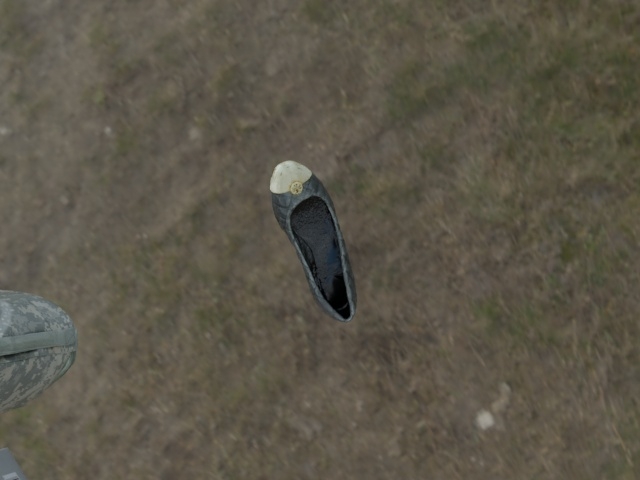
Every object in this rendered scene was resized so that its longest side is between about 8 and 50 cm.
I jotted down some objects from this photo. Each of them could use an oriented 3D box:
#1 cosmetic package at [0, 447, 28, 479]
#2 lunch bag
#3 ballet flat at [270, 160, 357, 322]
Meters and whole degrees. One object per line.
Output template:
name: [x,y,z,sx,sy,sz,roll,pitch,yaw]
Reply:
cosmetic package: [-0.435,0.356,1.530,0.238,0.107,0.127,-37,83,5]
lunch bag: [-0.557,0.172,2.064,0.256,0.305,0.212,-10,86,27]
ballet flat: [0.000,0.000,1.275,0.057,0.173,0.049,-28,24,-9]
